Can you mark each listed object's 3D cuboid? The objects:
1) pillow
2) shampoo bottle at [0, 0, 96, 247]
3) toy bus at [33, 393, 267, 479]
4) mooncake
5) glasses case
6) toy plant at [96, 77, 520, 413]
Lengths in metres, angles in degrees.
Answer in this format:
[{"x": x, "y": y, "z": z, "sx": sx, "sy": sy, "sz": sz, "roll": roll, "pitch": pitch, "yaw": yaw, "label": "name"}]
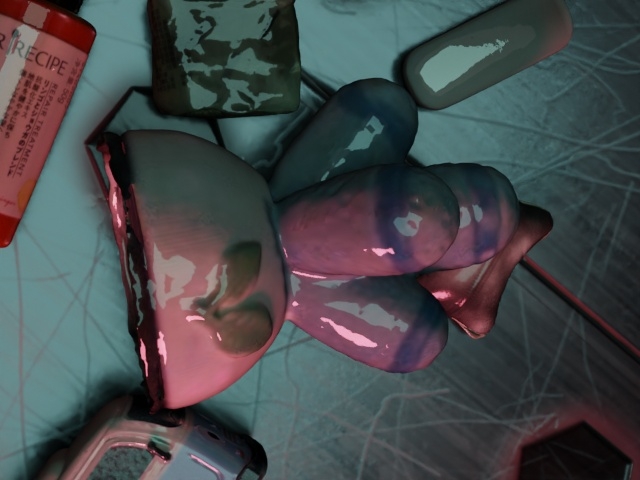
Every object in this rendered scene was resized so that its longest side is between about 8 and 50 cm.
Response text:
[{"x": 0.144, "y": 0.014, "z": 1.190, "sx": 0.091, "sy": 0.055, "sz": 0.135, "roll": 30, "pitch": 91, "yaw": -43, "label": "pillow"}, {"x": -0.251, "y": -0.139, "z": 1.080, "sx": 0.104, "sy": 0.104, "sz": 0.278, "roll": 22, "pitch": 89, "yaw": -12, "label": "shampoo bottle"}, {"x": -0.177, "y": 0.254, "z": 1.108, "sx": 0.165, "sy": 0.133, "sz": 0.271, "roll": 35, "pitch": 89, "yaw": -7, "label": "toy bus"}, {"x": -0.082, "y": -0.166, "z": 1.125, "sx": 0.130, "sy": 0.073, "sz": 0.125, "roll": -3, "pitch": 93, "yaw": -13, "label": "mooncake"}, {"x": 0.151, "y": -0.172, "z": 1.186, "sx": 0.164, "sy": 0.041, "sz": 0.063, "roll": -28, "pitch": 100, "yaw": -8, "label": "glasses case"}, {"x": 0.000, "y": 0.000, "z": 1.072, "sx": 0.332, "sy": 0.247, "sz": 0.247, "roll": -9, "pitch": 96, "yaw": -9, "label": "toy plant"}]
